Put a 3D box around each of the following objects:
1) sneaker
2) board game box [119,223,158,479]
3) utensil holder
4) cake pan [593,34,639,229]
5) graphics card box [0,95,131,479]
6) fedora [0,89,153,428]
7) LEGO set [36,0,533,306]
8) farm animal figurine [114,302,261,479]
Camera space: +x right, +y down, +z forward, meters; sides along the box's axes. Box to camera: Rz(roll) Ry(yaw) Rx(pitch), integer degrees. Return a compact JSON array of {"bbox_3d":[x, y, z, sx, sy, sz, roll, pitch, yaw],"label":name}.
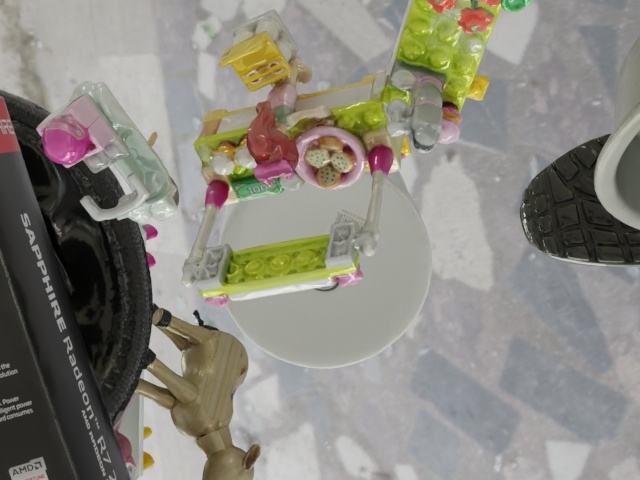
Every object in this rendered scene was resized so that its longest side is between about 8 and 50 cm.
[{"bbox_3d":[0.299,-0.027,0.745,0.283,0.124,0.107,-14,67,14],"label":"sneaker"},{"bbox_3d":[-0.412,0.132,1.482,0.390,0.050,0.389,10,105,27],"label":"board game box"},{"bbox_3d":[0.000,0.000,1.544,0.328,0.385,0.327,0,103,-1],"label":"utensil holder"},{"bbox_3d":[0.274,-0.077,0.463,0.293,0.293,0.054,-28,60,44],"label":"cake pan"},{"bbox_3d":[-0.251,0.117,0.586,0.233,0.094,0.370,-17,96,4],"label":"graphics card box"},{"bbox_3d":[-0.300,0.043,0.816,0.153,0.334,0.334,-17,91,46],"label":"fedora"},{"bbox_3d":[0.011,-0.061,0.398,0.287,0.107,0.132,-30,119,31],"label":"LEGO set"},{"bbox_3d":[-0.160,0.250,0.878,0.330,0.172,0.327,-50,23,4],"label":"farm animal figurine"}]
